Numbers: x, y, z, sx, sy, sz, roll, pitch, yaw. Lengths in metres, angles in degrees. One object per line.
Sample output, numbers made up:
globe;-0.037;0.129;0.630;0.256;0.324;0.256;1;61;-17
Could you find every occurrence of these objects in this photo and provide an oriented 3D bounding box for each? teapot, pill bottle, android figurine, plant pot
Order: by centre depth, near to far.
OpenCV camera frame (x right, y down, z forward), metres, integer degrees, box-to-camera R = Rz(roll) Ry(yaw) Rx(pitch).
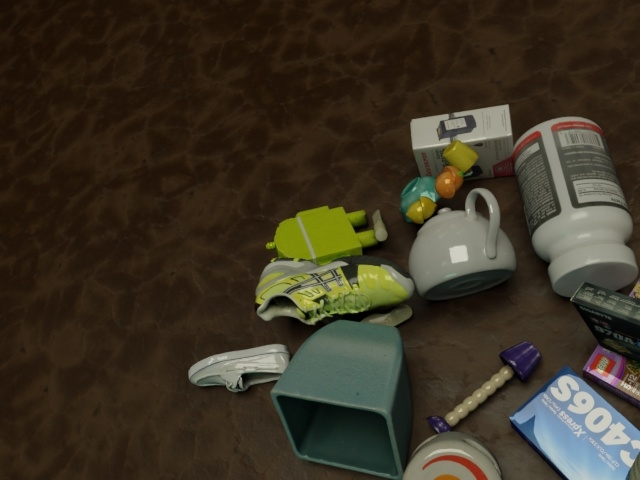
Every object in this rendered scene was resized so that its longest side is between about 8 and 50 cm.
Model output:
plant pot;0.077;0.313;1.397;0.247;0.247;0.252;5;43;22
pill bottle;0.558;-0.073;1.449;0.210;0.210;0.363;-11;59;14
teapot;0.303;0.012;1.459;0.255;0.252;0.187;-20;70;23
android figurine;0.000;0.000;1.653;0.272;0.056;0.248;-16;43;-9

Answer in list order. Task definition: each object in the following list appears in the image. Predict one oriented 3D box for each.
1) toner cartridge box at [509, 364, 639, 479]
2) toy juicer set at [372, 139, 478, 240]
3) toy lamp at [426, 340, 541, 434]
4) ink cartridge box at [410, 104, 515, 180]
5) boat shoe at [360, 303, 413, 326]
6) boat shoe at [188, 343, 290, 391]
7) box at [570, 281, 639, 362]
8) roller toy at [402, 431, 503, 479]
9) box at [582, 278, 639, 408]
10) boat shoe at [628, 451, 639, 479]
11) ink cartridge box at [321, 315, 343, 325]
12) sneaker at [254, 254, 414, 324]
toner cartridge box;0.547;0.422;1.256;0.165;0.075;0.348;-42;57;-5
toy juicer set;0.235;-0.079;1.549;0.329;0.089;0.209;-41;15;35
toy lamp;0.349;0.316;1.385;0.274;0.080;0.080;-39;57;-5
ink cartridge box;0.355;-0.232;1.632;0.237;0.172;0.100;-6;60;17
boat shoe;0.155;0.187;1.551;0.133;0.042;0.049;-23;82;7
boat shoe;-0.196;0.318;1.571;0.258;0.095;0.084;-17;53;11
box;0.595;0.172;1.210;0.051;0.175;0.220;-51;34;-11
roller toy;0.252;0.474;1.260;0.209;0.146;0.191;-5;83;13
box;0.699;0.204;1.333;0.200;0.057;0.293;29;75;32
boat shoe;0.751;0.312;1.146;0.500;0.187;0.156;-27;65;-18
ink cartridge box;-0.014;0.125;1.631;0.181;0.062;0.104;29;73;30
sneaker;0.027;0.128;1.483;0.384;0.145;0.147;-5;43;28
